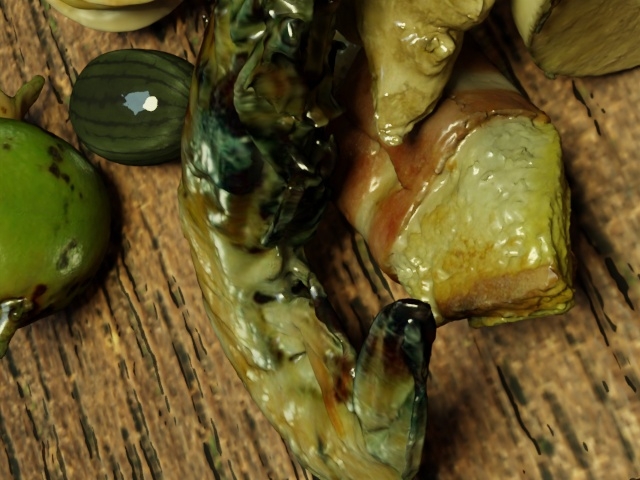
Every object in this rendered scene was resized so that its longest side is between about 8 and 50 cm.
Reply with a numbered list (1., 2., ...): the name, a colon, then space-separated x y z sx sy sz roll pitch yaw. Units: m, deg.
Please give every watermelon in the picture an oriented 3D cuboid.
1. watermelon: -0.118 -0.088 0.737 0.110 0.078 0.078 4 86 34

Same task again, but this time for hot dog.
1. hot dog: 0.062 -0.043 0.592 0.261 0.093 0.123 56 134 37

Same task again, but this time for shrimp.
1. shrimp: 0.000 0.000 0.542 0.233 0.071 0.365 55 152 28

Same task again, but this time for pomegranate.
1. pomegranate: -0.231 -0.026 0.768 0.156 0.156 0.220 -59 38 14

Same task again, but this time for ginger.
1. ginger: 0.046 -0.164 0.508 0.133 0.058 0.214 -123 40 -48

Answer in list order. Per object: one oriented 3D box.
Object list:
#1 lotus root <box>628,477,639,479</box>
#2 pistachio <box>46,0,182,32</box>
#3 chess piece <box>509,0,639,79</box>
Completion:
1. lotus root: 0.159 0.168 0.494 0.081 0.112 0.122 -8 79 27
2. pistachio: -0.124 -0.293 0.692 0.229 0.230 0.309 5 91 34
3. chess piece: 0.102 -0.234 0.572 0.137 0.137 0.301 -35 65 26
